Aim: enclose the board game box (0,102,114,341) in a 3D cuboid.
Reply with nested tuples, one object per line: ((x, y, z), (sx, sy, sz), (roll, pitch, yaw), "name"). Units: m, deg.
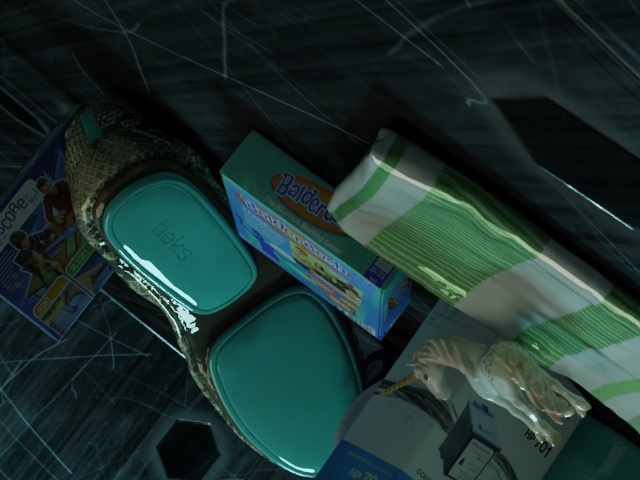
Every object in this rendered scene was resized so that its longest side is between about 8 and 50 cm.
((-0.256, -0.019, 1.878), (0.136, 0.201, 0.035), (41, 169, -17), "board game box")

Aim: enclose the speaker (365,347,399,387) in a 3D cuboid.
((0.098, 0.173, 1.939), (0.136, 0.055, 0.055), (43, 169, -28), "speaker")

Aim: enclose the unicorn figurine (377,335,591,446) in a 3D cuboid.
((0.126, 0.101, 1.331), (0.111, 0.060, 0.162), (37, 153, -3), "unicorn figurine")

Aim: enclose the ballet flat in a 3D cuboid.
((-0.095, 0.035, 1.801), (0.483, 0.164, 0.182), (54, -177, -42), "ballet flat")

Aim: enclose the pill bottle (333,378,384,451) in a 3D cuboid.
((0.116, 0.268, 1.868), (0.160, 0.160, 0.283), (31, 157, 31), "pill bottle")

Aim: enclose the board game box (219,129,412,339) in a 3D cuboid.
((0.000, 0.000, 1.518), (0.160, 0.047, 0.210), (36, 170, 8), "board game box")

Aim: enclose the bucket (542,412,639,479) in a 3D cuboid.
((0.204, 0.263, 1.610), (0.281, 0.183, 0.281), (36, 170, 8), "bucket")

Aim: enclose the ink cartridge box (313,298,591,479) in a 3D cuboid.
((0.105, 0.158, 1.459), (0.082, 0.191, 0.139), (23, 163, 50), "ink cartridge box")

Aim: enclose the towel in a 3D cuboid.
((0.150, 0.048, 1.247), (0.325, 0.038, 0.248), (38, 169, 0), "towel")
